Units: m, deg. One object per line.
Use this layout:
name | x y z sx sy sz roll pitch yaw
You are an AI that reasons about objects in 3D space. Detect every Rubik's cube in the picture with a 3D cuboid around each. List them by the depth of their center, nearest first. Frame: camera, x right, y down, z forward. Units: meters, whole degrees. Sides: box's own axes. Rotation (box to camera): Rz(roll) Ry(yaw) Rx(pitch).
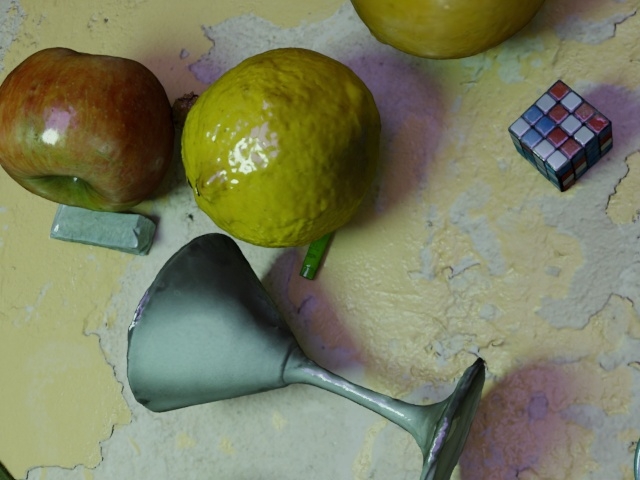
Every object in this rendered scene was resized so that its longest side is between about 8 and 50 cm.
Rubik's cube | 0.316 -0.135 0.938 0.092 0.092 0.092 -44 64 8

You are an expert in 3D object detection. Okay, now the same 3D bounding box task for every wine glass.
wine glass | -0.010 0.172 0.928 0.405 0.267 0.267 19 85 21

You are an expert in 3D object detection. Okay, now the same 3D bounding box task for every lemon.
lemon | -0.045 -0.132 1.000 0.268 0.268 0.321 36 55 26

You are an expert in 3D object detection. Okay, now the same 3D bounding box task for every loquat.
loquat | 0.146 -0.397 0.938 0.359 0.328 0.329 -7 73 -6

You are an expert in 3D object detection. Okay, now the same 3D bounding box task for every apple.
apple | -0.363 -0.185 1.125 0.309 0.277 0.250 -14 59 57

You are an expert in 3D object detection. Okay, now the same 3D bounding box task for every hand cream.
hand cream | 0.000 0.000 1.081 0.036 0.023 0.122 17 81 30

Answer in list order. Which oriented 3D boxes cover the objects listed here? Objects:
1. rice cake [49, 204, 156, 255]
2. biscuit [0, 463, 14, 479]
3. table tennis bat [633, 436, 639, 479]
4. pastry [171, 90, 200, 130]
rice cake | -0.373 -0.021 1.225 0.206 0.063 0.069 7 75 24
biscuit | -0.610 0.403 1.239 0.322 0.038 0.099 35 89 27
table tennis bat | 0.438 0.229 0.827 0.152 0.040 0.245 -10 78 20
pastry | -0.190 -0.201 1.196 0.140 0.056 0.080 30 97 20
